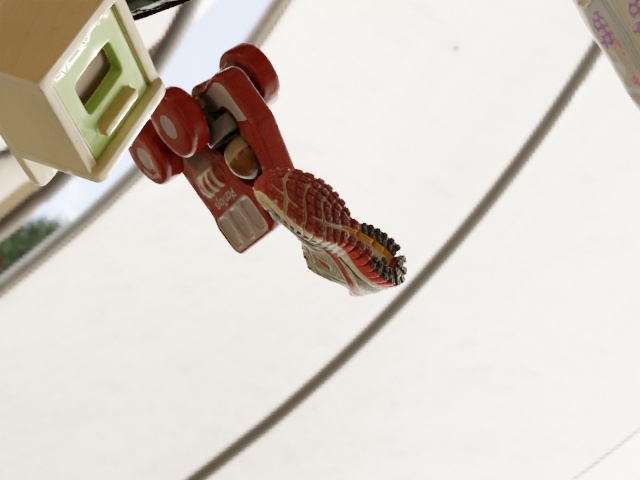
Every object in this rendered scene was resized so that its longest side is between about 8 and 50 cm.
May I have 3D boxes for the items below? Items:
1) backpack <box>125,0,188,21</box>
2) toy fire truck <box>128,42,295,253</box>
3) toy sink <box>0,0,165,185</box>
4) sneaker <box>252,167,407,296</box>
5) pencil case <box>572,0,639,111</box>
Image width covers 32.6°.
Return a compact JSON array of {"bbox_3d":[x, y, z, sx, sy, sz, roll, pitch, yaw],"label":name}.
[{"bbox_3d":[-0.248,-0.412,1.554,0.225,0.254,0.191,-124,-160,-62],"label":"backpack"},{"bbox_3d":[-0.125,-0.119,1.575,0.254,0.169,0.302,54,-28,-2],"label":"toy fire truck"},{"bbox_3d":[-0.273,-0.165,1.219,0.131,0.152,0.234,19,-28,22],"label":"toy sink"},{"bbox_3d":[0.000,0.000,1.353,0.093,0.225,0.088,-30,-153,40],"label":"sneaker"},{"bbox_3d":[0.430,-0.284,1.489,0.114,0.124,0.273,-31,-76,22],"label":"pencil case"}]
